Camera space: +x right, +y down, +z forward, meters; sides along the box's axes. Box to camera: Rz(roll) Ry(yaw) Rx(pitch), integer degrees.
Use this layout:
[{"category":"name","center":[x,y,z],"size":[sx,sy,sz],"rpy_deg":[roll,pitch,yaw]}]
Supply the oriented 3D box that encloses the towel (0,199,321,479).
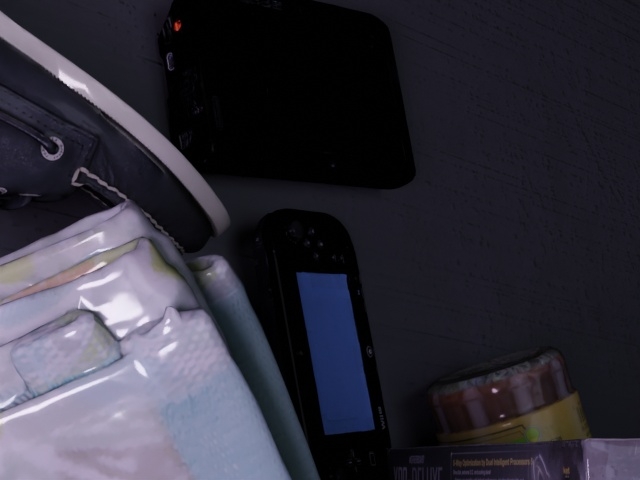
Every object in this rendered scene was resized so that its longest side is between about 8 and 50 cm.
[{"category":"towel","center":[-0.121,0.207,0.472],"size":[0.090,0.320,0.374],"rpy_deg":[-114,-177,-73]}]

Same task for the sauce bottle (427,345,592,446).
[{"category":"sauce bottle","center":[0.177,0.254,1.002],"size":[0.111,0.111,0.344],"rpy_deg":[-15,85,-49]}]

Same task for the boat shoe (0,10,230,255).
[{"category":"boat shoe","center":[-0.191,-0.068,0.726],"size":[0.340,0.127,0.113],"rpy_deg":[42,77,-39]}]

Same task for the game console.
[{"category":"game console","center":[0.000,0.000,0.958],"size":[0.213,0.044,0.361],"rpy_deg":[2,75,-47]}]

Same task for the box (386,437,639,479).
[{"category":"box","center":[0.122,0.236,0.790],"size":[0.076,0.307,0.242],"rpy_deg":[1,80,-16]}]
